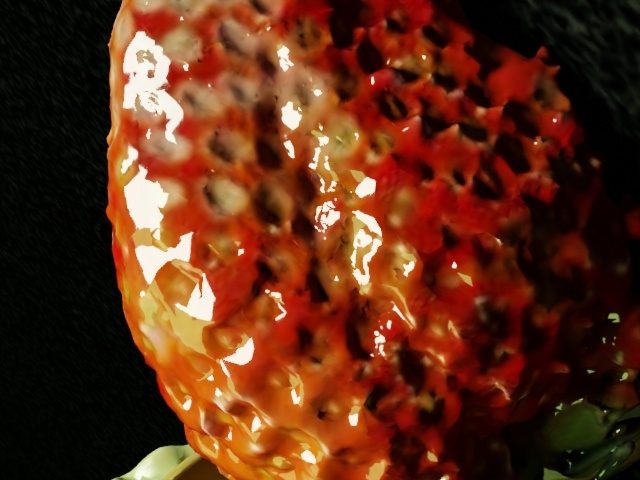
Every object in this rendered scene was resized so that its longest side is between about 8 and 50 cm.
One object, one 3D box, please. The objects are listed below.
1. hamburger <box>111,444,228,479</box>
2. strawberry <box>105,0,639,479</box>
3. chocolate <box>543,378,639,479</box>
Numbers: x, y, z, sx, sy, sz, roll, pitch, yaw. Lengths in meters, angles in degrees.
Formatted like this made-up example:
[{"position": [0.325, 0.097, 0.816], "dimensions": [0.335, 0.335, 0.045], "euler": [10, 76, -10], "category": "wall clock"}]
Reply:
[{"position": [-0.024, 0.221, 0.857], "dimensions": [0.274, 0.274, 0.212], "euler": [52, 141, 5], "category": "hamburger"}, {"position": [-0.005, 0.003, 0.594], "dimensions": [0.236, 0.107, 0.175], "euler": [48, 128, 2], "category": "strawberry"}, {"position": [0.005, 0.005, 0.718], "dimensions": [0.254, 0.080, 0.157], "euler": [52, 162, 3], "category": "chocolate"}]
